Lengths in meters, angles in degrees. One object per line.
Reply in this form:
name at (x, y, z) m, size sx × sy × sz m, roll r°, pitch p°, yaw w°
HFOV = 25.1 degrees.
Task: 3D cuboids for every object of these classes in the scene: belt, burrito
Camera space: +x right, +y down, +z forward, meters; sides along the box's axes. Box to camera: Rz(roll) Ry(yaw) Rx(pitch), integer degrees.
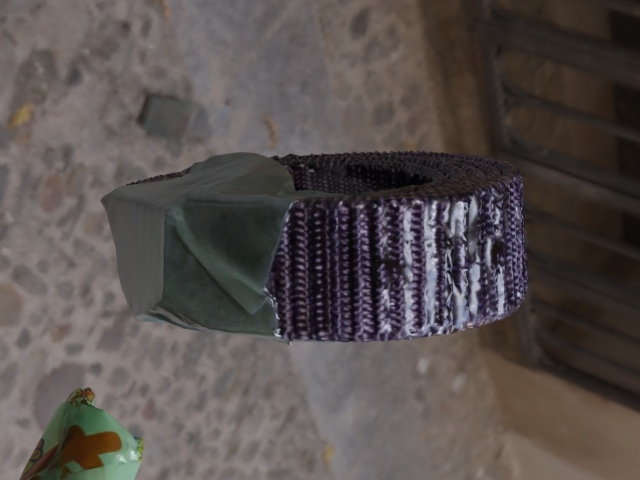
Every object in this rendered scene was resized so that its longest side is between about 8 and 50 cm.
belt at (0.000, 0.000, 0.979) m, size 0.260 × 0.325 × 0.122 m, roll -7°, pitch 101°, yaw -24°
burrito at (-0.171, 0.227, 0.911) m, size 0.054 × 0.104 × 0.288 m, roll 101°, pitch 8°, yaw -54°
